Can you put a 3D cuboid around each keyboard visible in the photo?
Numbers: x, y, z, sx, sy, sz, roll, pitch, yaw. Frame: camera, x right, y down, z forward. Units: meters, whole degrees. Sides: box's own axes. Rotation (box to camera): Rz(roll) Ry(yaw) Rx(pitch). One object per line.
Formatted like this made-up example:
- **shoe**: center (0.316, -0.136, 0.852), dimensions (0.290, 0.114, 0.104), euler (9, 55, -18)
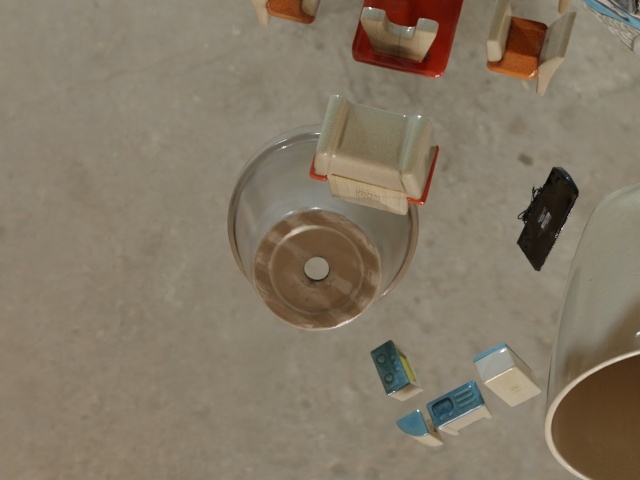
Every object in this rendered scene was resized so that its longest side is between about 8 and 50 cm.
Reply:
- **keyboard**: center (0.378, -0.044, 1.621), dimensions (0.192, 0.038, 0.100), euler (107, 147, -46)

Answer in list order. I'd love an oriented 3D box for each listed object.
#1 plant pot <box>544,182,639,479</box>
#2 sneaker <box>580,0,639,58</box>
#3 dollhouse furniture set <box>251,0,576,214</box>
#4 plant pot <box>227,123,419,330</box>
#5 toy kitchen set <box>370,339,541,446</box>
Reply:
- **plant pot**: center (0.350, 0.078, 1.006), dimensions (0.257, 0.256, 0.274), euler (-19, 39, 24)
- **sneaker**: center (0.132, -0.124, 0.408), dimensions (0.110, 0.122, 0.283), euler (-63, 33, 24)
- **dollhouse furniture set**: center (0.069, -0.165, 0.832), dimensions (0.262, 0.135, 0.259), euler (15, 81, 7)
- **plant pot**: center (0.000, 0.000, 1.538), dimensions (0.323, 0.280, 0.323), euler (1, 106, 3)
- **toy kitchen set**: center (0.186, 0.185, 1.457), dimensions (0.207, 0.122, 0.166), euler (-31, 53, 14)
